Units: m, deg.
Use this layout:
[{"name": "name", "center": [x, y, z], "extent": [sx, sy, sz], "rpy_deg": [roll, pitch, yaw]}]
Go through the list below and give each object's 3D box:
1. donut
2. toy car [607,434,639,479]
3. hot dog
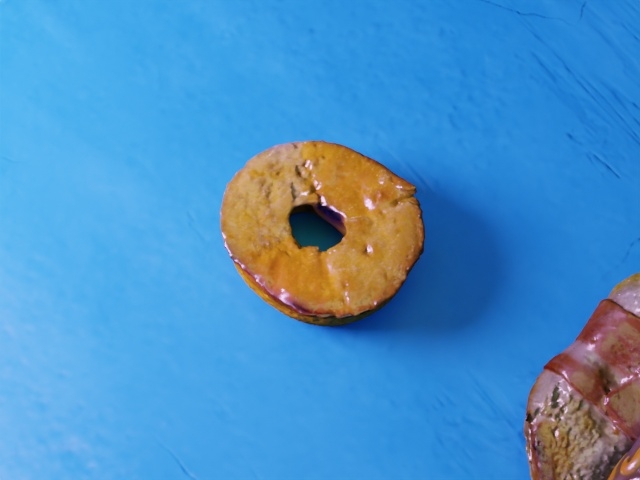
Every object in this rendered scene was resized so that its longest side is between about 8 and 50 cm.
[{"name": "donut", "center": [0.001, -0.001, 1.322], "extent": [0.190, 0.074, 0.174], "rpy_deg": [20, 67, 10]}, {"name": "toy car", "center": [0.391, 0.207, 1.179], "extent": [0.240, 0.271, 0.341], "rpy_deg": [31, 63, 32]}, {"name": "hot dog", "center": [0.269, 0.122, 1.275], "extent": [0.261, 0.093, 0.123], "rpy_deg": [-44, 76, -3]}]
